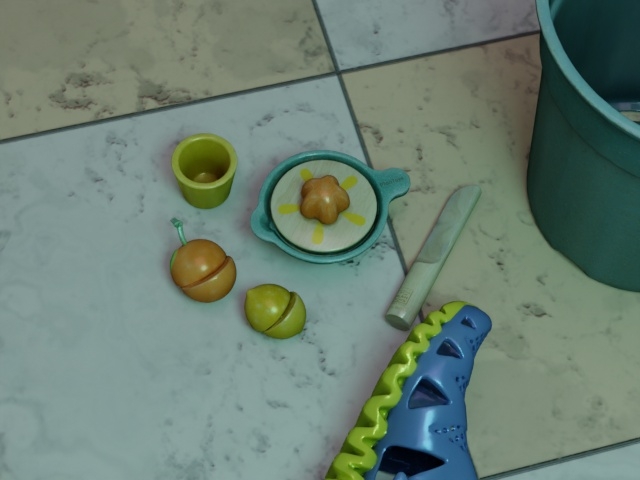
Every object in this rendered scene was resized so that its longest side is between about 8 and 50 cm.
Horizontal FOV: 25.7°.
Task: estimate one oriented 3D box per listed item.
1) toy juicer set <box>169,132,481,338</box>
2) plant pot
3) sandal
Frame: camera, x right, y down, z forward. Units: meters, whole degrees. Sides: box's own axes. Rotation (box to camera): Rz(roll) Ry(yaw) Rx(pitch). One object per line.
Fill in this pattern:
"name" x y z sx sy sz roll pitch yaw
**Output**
"toy juicer set" 0.000 0.000 1.439 0.329 0.089 0.209 7 61 1
"plant pot" 0.352 -0.131 1.386 0.341 0.334 0.341 1 62 -2
"sandal" 0.089 0.204 1.321 0.138 0.126 0.317 27 72 8
